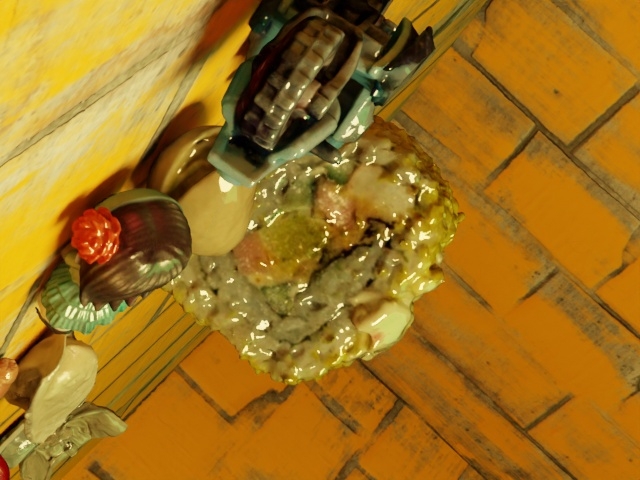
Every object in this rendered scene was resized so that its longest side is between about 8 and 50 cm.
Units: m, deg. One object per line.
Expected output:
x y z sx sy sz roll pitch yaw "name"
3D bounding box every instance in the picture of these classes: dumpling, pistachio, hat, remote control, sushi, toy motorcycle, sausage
-0.356 0.186 1.546 0.176 0.092 0.150 -48 178 17 "dumpling"
-0.128 -0.055 1.311 0.136 0.136 0.226 -46 174 -21 "pistachio"
-0.490 0.351 2.189 0.214 0.149 0.244 -40 -147 -15 "hat"
-0.463 0.299 1.990 0.104 0.052 0.247 -46 -179 36 "remote control"
0.000 0.000 1.690 0.396 0.351 0.240 -47 177 10 "sushi"
-0.011 -0.154 1.210 0.232 0.172 0.416 -56 -177 26 "toy motorcycle"
-0.414 0.199 1.448 0.158 0.036 0.042 -48 166 33 "sausage"

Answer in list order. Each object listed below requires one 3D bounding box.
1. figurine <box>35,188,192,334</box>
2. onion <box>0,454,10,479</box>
-0.230 0.032 1.251 0.138 0.110 0.245 -29 173 -41 "figurine"
-0.470 0.327 1.554 0.131 0.131 0.131 -47 177 -3 "onion"
